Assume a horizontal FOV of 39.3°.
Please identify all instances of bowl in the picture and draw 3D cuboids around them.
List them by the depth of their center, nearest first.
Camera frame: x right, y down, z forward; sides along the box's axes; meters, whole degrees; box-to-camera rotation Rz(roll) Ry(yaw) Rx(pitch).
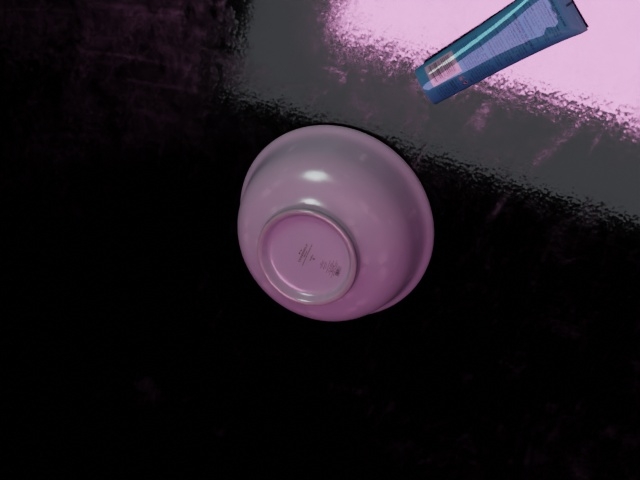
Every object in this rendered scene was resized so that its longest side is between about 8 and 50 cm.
[{"bbox_3d":[0.000,0.000,1.249,0.298,0.134,0.297,8,116,17],"label":"bowl"}]

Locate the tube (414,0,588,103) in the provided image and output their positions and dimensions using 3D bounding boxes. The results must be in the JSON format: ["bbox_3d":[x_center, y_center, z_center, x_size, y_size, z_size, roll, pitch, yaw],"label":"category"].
[{"bbox_3d":[0.217,-0.242,1.111,0.207,0.052,0.080,-28,106,23],"label":"tube"}]
